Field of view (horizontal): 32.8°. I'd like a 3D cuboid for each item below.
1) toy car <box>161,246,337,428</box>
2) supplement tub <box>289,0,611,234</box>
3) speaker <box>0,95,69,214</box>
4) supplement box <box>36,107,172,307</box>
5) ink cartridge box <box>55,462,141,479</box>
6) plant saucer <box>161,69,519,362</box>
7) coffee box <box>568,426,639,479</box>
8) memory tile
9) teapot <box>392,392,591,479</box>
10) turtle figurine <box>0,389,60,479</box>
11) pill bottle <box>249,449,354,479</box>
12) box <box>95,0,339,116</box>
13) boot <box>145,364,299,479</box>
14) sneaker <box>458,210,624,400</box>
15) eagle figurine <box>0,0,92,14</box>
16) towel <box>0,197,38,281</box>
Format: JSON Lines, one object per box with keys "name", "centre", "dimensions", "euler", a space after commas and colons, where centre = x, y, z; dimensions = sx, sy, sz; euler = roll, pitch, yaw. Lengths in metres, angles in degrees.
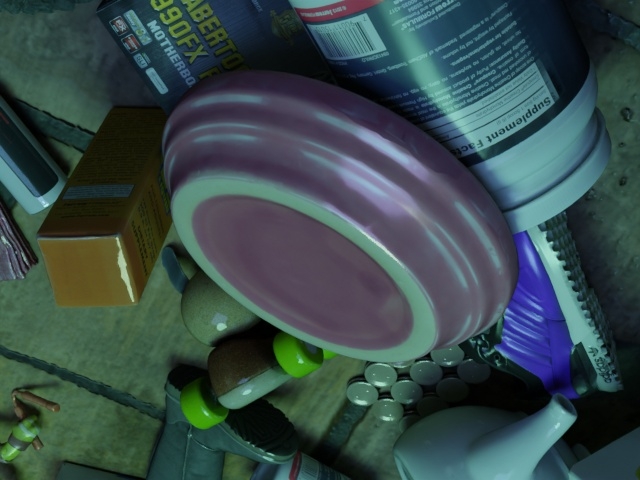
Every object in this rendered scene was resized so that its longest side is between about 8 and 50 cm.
{"name": "toy car", "centre": [-0.090, 0.073, 1.136], "dimensions": [0.155, 0.149, 0.188], "euler": [-31, 86, 23]}
{"name": "supplement tub", "centre": [0.106, -0.155, 0.880], "dimensions": [0.191, 0.191, 0.272], "euler": [-21, 119, 22]}
{"name": "speaker", "centre": [-0.310, -0.093, 1.075], "dimensions": [0.055, 0.055, 0.136], "euler": [-23, 117, 23]}
{"name": "supplement box", "centre": [-0.178, -0.037, 0.983], "dimensions": [0.080, 0.233, 0.078], "euler": [-3, 124, 8]}
{"name": "ink cartridge box", "centre": [-0.275, 0.395, 1.389], "dimensions": [0.148, 0.086, 0.203], "euler": [12, 125, 1]}
{"name": "plant saucer", "centre": [0.000, 0.000, 0.926], "dimensions": [0.332, 0.084, 0.332], "euler": [24, 151, 14]}
{"name": "coffee box", "centre": [0.467, 0.348, 1.013], "dimensions": [0.337, 0.334, 0.338], "euler": [-23, 125, -17]}
{"name": "memory tile", "centre": [0.107, 0.154, 1.204], "dimensions": [0.113, 0.012, 0.148], "euler": [32, 124, -13]}
{"name": "teapot", "centre": [0.207, 0.276, 1.163], "dimensions": [0.187, 0.256, 0.252], "euler": [-27, 99, -7]}
{"name": "turtle figurine", "centre": [-0.416, 0.279, 1.330], "dimensions": [0.269, 0.087, 0.217], "euler": [-8, 123, 15]}
{"name": "pill bottle", "centre": [0.005, 0.325, 1.281], "dimensions": [0.180, 0.108, 0.108], "euler": [31, 123, -12]}
{"name": "box", "centre": [-0.061, -0.160, 0.987], "dimensions": [0.183, 0.056, 0.231], "euler": [-21, 119, 23]}
{"name": "boot", "centre": [-0.122, 0.263, 1.262], "dimensions": [0.189, 0.076, 0.208], "euler": [30, 122, 25]}
{"name": "sneaker", "centre": [0.188, 0.056, 1.068], "dimensions": [0.146, 0.102, 0.293], "euler": [-18, 120, 21]}
{"name": "eagle figurine", "centre": [-0.283, -0.311, 0.844], "dimensions": [0.298, 0.226, 0.225], "euler": [35, 103, -9]}
{"name": "towel", "centre": [-0.497, -0.024, 1.166], "dimensions": [0.329, 0.037, 0.237], "euler": [-14, 120, 18]}
